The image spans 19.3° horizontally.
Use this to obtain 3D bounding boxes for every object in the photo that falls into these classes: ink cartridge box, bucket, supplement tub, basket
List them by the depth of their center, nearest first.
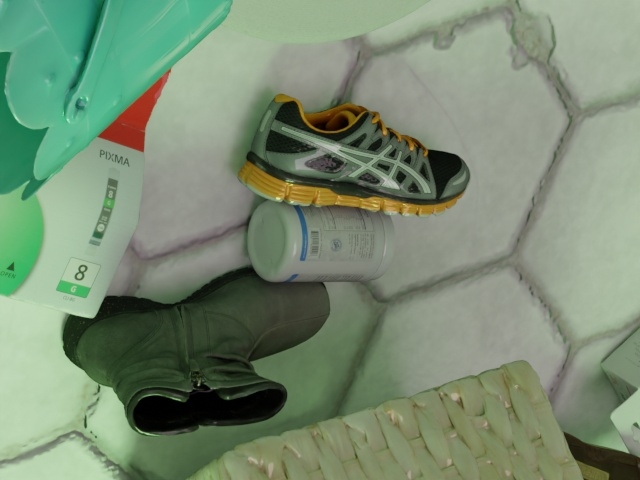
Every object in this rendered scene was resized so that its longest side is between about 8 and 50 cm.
[{"bbox_3d":[-0.200,-0.186,1.197,0.183,0.281,0.281,-40,130,-20],"label":"bucket"},{"bbox_3d":[-0.204,-0.066,1.392,0.181,0.056,0.224,18,104,-40],"label":"ink cartridge box"},{"bbox_3d":[0.057,0.301,1.532,0.328,0.331,0.266,-14,163,-27],"label":"basket"},{"bbox_3d":[0.000,0.000,1.555,0.107,0.071,0.071,1,112,-36],"label":"supplement tub"},{"bbox_3d":[0.350,0.132,1.873,0.181,0.061,0.104,-41,129,-11],"label":"ink cartridge box"}]

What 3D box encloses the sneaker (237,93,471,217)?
[{"bbox_3d":[0.038,-0.070,1.541,0.215,0.084,0.083,3,106,-35],"label":"sneaker"}]

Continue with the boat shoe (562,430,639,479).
[{"bbox_3d":[0.254,0.242,1.833,0.257,0.095,0.095,33,67,-28],"label":"boat shoe"}]

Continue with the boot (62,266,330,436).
[{"bbox_3d":[-0.070,0.098,1.496,0.246,0.161,0.083,-9,118,-31],"label":"boot"}]

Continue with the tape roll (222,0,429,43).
[{"bbox_3d":[0.003,-0.337,1.384,0.392,0.072,0.392,-16,121,-29],"label":"tape roll"}]
